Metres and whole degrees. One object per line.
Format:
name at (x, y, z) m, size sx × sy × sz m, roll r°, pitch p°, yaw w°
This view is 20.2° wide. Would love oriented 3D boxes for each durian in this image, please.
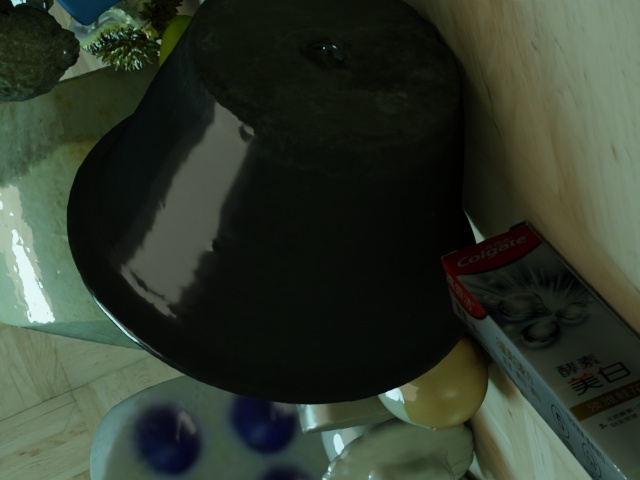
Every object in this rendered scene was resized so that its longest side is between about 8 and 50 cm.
durian at (-0.171, -0.229, 1.681) m, size 0.208 × 0.102 × 0.146 m, roll -129°, pitch 55°, yaw -61°

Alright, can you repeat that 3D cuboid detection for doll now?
doll at (0.027, 0.099, 1.342) m, size 0.138 × 0.119 × 0.293 m, roll 108°, pitch 148°, yaw -43°
doll at (-0.305, -0.209, 1.359) m, size 0.202 × 0.286 × 0.091 m, roll -34°, pitch 34°, yaw 50°

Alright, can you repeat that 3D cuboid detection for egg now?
egg at (0.072, 0.087, 1.148) m, size 0.071 × 0.071 × 0.083 m, roll 69°, pitch 167°, yaw -17°

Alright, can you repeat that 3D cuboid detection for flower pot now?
flower pot at (-0.012, -0.048, 0.958) m, size 0.235 × 0.235 × 0.148 m, roll 60°, pitch 149°, yaw 35°

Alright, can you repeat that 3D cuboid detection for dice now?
dice at (-0.042, 0.252, 1.550) m, size 0.251 × 0.243 × 0.259 m, roll 54°, pitch -160°, yaw -69°

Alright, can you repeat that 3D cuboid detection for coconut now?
coconut at (-0.214, -0.028, 1.840) m, size 0.323 × 0.323 × 0.323 m, roll 157°, pitch 90°, yaw -81°

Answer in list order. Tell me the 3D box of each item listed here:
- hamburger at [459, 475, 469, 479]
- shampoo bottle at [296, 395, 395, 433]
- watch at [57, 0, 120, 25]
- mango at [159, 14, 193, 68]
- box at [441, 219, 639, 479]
hamburger at (0.103, 0.238, 1.378) m, size 0.140 × 0.062 × 0.133 m, roll -127°, pitch 17°, yaw -63°
shampoo bottle at (0.000, 0.000, 1.233) m, size 0.127 × 0.078 × 0.257 m, roll 95°, pitch 165°, yaw -80°
watch at (-0.220, -0.315, 1.439) m, size 0.274 × 0.241 × 0.305 m, roll 54°, pitch -175°, yaw -8°
mango at (-0.093, -0.105, 1.610) m, size 0.122 × 0.085 × 0.191 m, roll 70°, pitch -175°, yaw -66°
box at (0.125, 0.063, 0.846) m, size 0.218 × 0.055 × 0.039 m, roll -128°, pitch 19°, yaw -55°
